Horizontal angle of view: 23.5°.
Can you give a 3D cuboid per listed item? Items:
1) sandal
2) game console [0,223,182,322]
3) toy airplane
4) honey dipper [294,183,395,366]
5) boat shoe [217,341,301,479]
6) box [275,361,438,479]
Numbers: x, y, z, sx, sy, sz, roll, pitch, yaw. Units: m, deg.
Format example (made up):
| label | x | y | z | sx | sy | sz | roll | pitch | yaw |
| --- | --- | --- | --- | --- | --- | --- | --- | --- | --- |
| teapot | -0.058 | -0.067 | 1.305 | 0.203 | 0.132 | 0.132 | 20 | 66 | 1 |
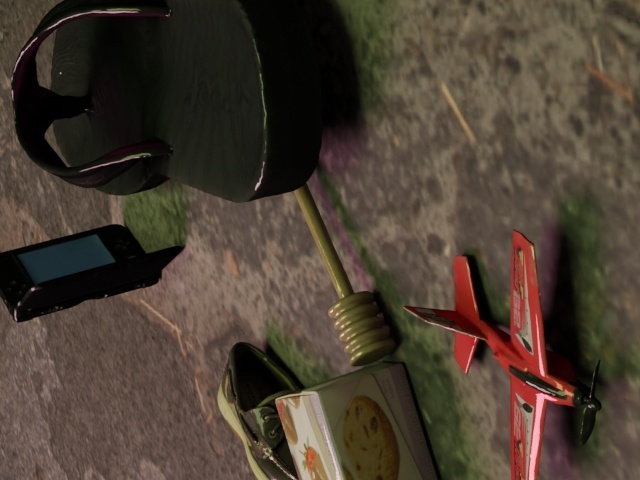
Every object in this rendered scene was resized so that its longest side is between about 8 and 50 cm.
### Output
| label | x | y | z | sx | sy | sz | roll | pitch | yaw |
| --- | --- | --- | --- | --- | --- | --- | --- | --- | --- |
| sandal | -0.137 | -0.107 | 1.037 | 0.446 | 0.107 | 0.167 | 6 | 105 | 65 |
| game console | -0.184 | 0.012 | 1.182 | 0.107 | 0.122 | 0.071 | 51 | 144 | 38 |
| toy airplane | 0.096 | 0.058 | 0.791 | 0.151 | 0.028 | 0.151 | 36 | 133 | 51 |
| honey dipper | 0.000 | 0.000 | 0.936 | 0.160 | 0.030 | 0.030 | 65 | 151 | 19 |
| boat shoe | -0.029 | 0.122 | 1.025 | 0.152 | 0.056 | 0.049 | 41 | 143 | 47 |
| box | 0.057 | 0.235 | 0.919 | 0.063 | 0.067 | 0.324 | -21 | 85 | 63 |
